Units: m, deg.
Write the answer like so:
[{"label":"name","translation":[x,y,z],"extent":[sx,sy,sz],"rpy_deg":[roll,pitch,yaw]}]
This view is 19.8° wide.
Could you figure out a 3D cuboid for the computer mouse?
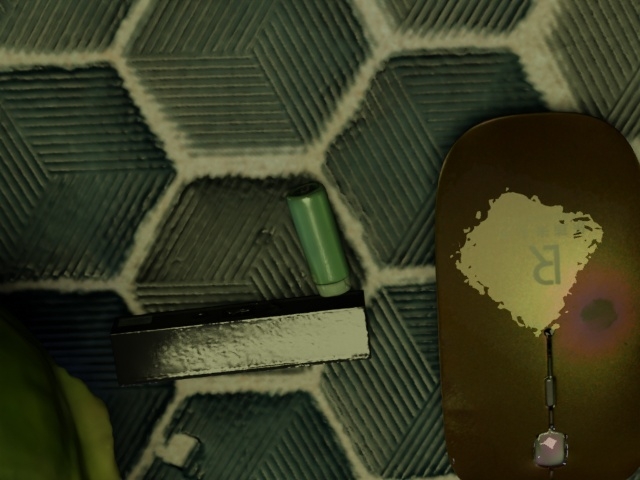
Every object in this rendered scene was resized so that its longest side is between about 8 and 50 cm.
[{"label":"computer mouse","translation":[0.166,0.058,1.361],"extent":[0.158,0.072,0.310],"rpy_deg":[-3,109,3]}]

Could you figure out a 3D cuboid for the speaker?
[{"label":"speaker","translation":[-0.059,0.072,1.379],"extent":[0.191,0.040,0.046],"rpy_deg":[-6,106,2]}]

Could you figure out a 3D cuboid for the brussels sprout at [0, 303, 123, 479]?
[{"label":"brussels sprout","translation":[-0.325,0.184,1.270],"extent":[0.425,0.342,0.361],"rpy_deg":[-22,68,39]}]

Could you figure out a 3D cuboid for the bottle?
[{"label":"bottle","translation":[0.000,0.000,1.360],"extent":[0.030,0.030,0.083],"rpy_deg":[-16,109,5]}]
